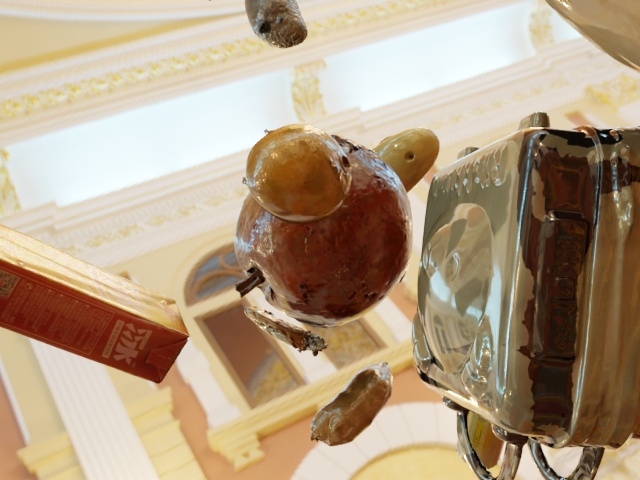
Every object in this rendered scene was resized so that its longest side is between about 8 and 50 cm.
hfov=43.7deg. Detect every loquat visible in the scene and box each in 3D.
[{"bbox_3d":[-0.029,-0.088,1.050,0.141,0.141,0.141,-22,-42,-21],"label":"loquat"}]

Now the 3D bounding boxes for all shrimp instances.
[{"bbox_3d":[-0.063,0.161,1.405,0.043,0.184,0.091,-61,-29,-13],"label":"shrimp"}]

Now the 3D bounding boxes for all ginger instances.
[{"bbox_3d":[0.059,0.252,1.247,0.190,0.095,0.069,-40,-69,-34],"label":"ginger"}]

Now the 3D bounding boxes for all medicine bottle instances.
[{"bbox_3d":[0.222,0.197,1.024,0.074,0.074,0.218,-16,-50,-27],"label":"medicine bottle"}]

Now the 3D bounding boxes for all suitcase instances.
[{"bbox_3d":[0.192,0.068,0.754,0.194,0.351,0.339,5,-93,-6],"label":"suitcase"}]

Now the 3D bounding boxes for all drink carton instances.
[{"bbox_3d":[-0.256,0.068,0.840,0.223,0.096,0.071,28,-80,-30],"label":"drink carton"}]

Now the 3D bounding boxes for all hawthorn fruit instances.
[{"bbox_3d":[0.014,-0.007,1.281,0.316,0.316,0.316,-22,-42,-21],"label":"hawthorn fruit"}]

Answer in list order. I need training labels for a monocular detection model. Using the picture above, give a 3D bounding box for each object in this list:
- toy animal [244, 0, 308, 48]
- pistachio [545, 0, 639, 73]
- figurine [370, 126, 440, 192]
[{"bbox_3d":[-0.098,-0.355,1.172,0.079,0.253,0.070,-45,-38,0],"label":"toy animal"},{"bbox_3d":[0.261,-0.201,0.590,0.157,0.230,0.157,-60,-5,-8],"label":"pistachio"},{"bbox_3d":[0.127,-0.130,1.589,0.222,0.124,0.324,-41,2,-43],"label":"figurine"}]
